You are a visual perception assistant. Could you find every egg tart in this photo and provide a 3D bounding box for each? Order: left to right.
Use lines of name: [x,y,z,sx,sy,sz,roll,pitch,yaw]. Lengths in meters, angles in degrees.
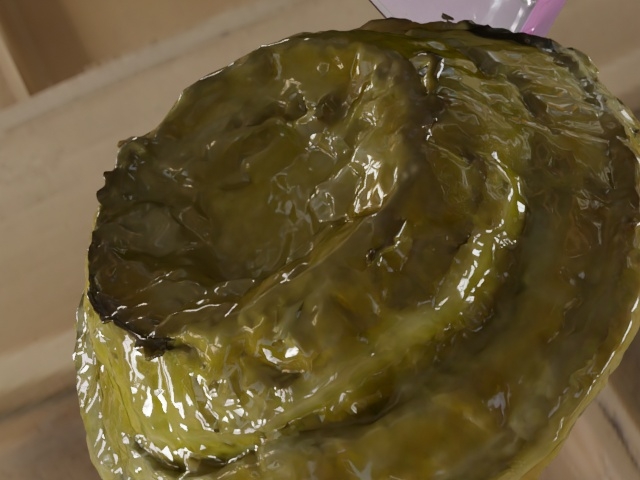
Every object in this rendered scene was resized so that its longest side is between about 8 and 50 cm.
egg tart: [0.000,0.000,0.774,0.290,0.115,0.290,-20,-135,21]

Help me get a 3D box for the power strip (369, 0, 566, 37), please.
power strip: [0.020,-0.189,0.936,0.037,0.109,0.279,-34,-105,-28]
